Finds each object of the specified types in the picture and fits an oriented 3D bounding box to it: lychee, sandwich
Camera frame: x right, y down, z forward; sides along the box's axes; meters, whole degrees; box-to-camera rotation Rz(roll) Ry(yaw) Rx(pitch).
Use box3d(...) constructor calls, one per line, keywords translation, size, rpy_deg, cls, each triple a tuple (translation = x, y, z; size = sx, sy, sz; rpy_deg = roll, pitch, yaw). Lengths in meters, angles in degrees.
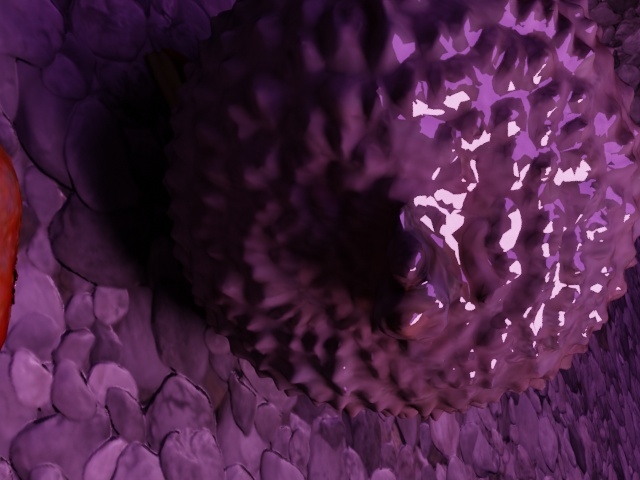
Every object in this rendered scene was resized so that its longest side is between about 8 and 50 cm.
box3d(translation=(0.065, -0.060, 0.692), size=(0.380, 0.380, 0.432), rpy_deg=(61, 17, -23), cls="lychee")
box3d(translation=(-0.117, -0.134, 0.765), size=(0.044, 0.031, 0.083), rpy_deg=(-46, 118, -53), cls="sandwich")

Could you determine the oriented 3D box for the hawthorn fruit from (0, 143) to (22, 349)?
box3d(translation=(-0.216, 0.020, 0.386), size=(0.235, 0.181, 0.181), rpy_deg=(99, -5, -59), cls="hawthorn fruit")
